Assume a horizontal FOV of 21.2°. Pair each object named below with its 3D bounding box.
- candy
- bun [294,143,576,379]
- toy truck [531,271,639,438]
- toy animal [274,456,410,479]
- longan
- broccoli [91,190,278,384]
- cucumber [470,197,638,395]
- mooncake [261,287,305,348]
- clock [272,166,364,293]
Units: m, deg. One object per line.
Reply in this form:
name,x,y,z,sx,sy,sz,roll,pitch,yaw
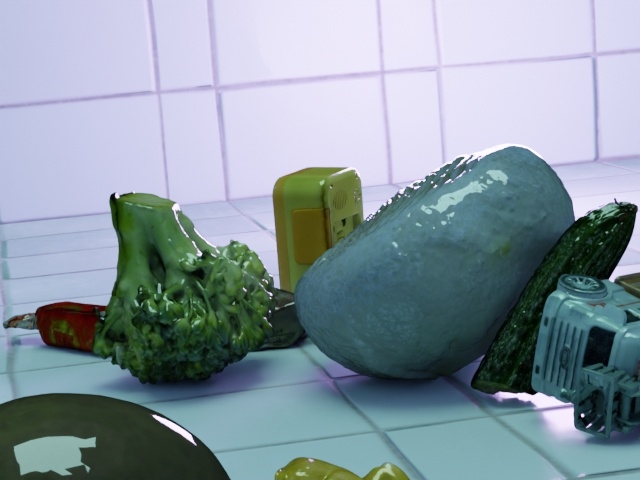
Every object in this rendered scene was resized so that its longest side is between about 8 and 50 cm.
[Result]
candy,-0.321,0.118,2.337,0.292,0.059,0.086,4,9,41
bun,0.139,0.040,2.009,0.362,0.211,0.362,-32,6,4
toy truck,0.369,0.114,1.799,0.338,0.133,0.184,-9,25,-38
toy animal,0.042,0.224,1.472,0.159,0.070,0.083,3,9,14
longan,-0.170,0.210,1.184,0.248,0.248,0.248,-4,9,1
broccoli,-0.171,0.046,2.104,0.248,0.246,0.288,-20,19,-37
cucumber,0.256,0.064,1.867,0.077,0.265,0.077,29,5,-3
mooncake,-0.075,0.100,2.285,0.130,0.073,0.125,-2,7,2
clock,0.000,0.000,2.458,0.096,0.202,0.143,2,11,28
